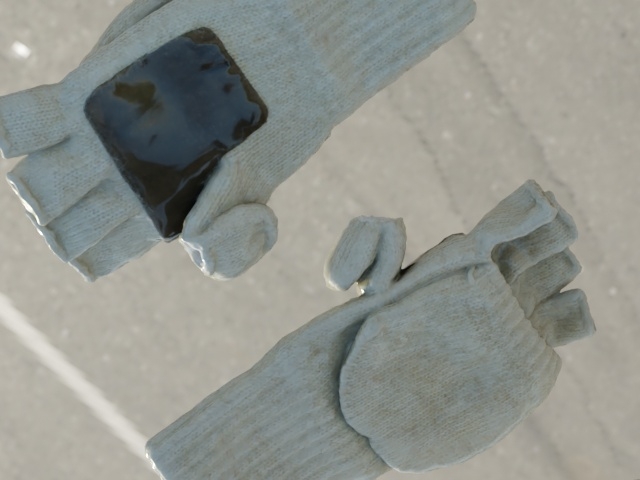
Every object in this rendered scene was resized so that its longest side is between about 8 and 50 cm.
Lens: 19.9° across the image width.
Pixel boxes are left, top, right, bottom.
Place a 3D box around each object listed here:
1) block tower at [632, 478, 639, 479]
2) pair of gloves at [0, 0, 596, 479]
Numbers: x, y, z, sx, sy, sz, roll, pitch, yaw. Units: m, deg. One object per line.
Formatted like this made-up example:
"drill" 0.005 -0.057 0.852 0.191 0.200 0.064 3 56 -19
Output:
"block tower" 0.111 0.141 0.613 0.097 0.335 0.091 52 155 29
"pair of gloves" 0.000 0.000 0.735 0.240 0.204 0.042 65 171 -20
